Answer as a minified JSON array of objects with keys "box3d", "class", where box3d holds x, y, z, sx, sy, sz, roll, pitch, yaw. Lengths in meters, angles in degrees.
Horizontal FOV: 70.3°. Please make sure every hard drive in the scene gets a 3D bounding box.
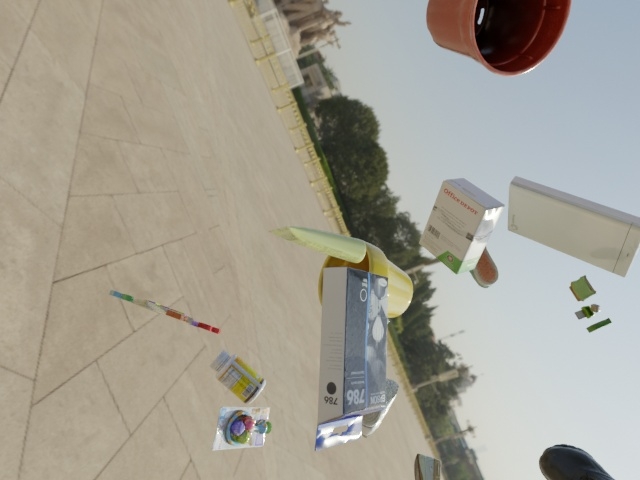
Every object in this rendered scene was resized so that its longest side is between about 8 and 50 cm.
[{"box3d":[0.717,-0.041,1.308,0.352,0.047,0.233,30,-21,35],"class":"hard drive"}]

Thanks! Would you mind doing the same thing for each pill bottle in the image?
[{"box3d":[-0.325,0.526,1.769,0.215,0.117,0.117,42,5,-1],"class":"pill bottle"}]

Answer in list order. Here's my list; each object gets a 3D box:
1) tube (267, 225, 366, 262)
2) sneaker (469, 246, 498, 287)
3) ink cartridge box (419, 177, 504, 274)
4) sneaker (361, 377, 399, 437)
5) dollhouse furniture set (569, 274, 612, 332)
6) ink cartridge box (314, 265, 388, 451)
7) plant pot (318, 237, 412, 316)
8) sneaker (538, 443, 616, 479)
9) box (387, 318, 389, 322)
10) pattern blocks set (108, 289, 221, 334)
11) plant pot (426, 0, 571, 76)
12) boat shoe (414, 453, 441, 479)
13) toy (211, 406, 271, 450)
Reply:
[{"box3d":[0.000,0.000,1.083,0.239,0.070,0.062,15,35,-30],"class":"tube"},{"box3d":[0.581,0.037,1.731,0.121,0.107,0.303,78,1,-72],"class":"sneaker"},{"box3d":[0.390,-0.043,1.274,0.160,0.092,0.220,47,-44,39],"class":"ink cartridge box"},{"box3d":[0.206,0.594,1.630,0.235,0.090,0.095,-38,136,-42],"class":"sneaker"},{"box3d":[0.760,0.184,1.308,0.076,0.058,0.152,95,-25,-64],"class":"dollhouse furniture set"},{"box3d":[0.067,0.225,0.881,0.165,0.065,0.334,16,73,-52],"class":"ink cartridge box"},{"box3d":[0.159,0.145,1.471,0.238,0.254,0.254,20,36,-34],"class":"plant pot"},{"box3d":[0.617,0.549,0.981,0.286,0.109,0.130,30,-2,7],"class":"sneaker"},{"box3d":[0.093,0.227,1.246,0.126,0.137,0.072,34,10,-30],"class":"box"},{"box3d":[-0.513,0.231,1.493,0.324,0.285,0.026,36,68,-45],"class":"pattern blocks set"},{"box3d":[0.416,-0.571,1.139,0.273,0.272,0.265,66,-6,-32],"class":"plant pot"},{"box3d":[0.167,0.381,0.668,0.135,0.045,0.050,-83,177,-53],"class":"boat shoe"},{"box3d":[-0.251,0.641,1.546,0.237,0.056,0.137,27,69,-51],"class":"toy"}]
